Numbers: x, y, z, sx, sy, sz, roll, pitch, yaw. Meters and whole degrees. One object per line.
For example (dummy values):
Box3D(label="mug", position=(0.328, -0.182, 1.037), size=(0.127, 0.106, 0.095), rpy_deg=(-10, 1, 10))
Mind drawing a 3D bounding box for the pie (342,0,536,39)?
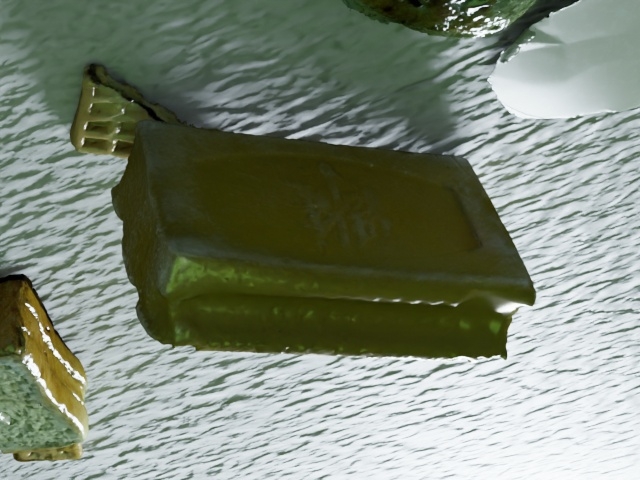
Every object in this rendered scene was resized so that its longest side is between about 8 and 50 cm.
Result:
Box3D(label="pie", position=(0.096, -0.210, 0.943), size=(0.187, 0.041, 0.187), rpy_deg=(-5, 146, -3))

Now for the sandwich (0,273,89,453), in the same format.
Box3D(label="sandwich", position=(-0.389, 0.148, 1.338), size=(0.273, 0.095, 0.249), rpy_deg=(-11, 148, 5))

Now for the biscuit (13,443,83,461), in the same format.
Box3D(label="biscuit", position=(-0.320, 0.236, 1.537), size=(0.083, 0.018, 0.081), rpy_deg=(0, 144, -9))

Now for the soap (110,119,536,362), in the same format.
Box3D(label="soap", position=(0.000, 0.000, 1.075), size=(0.315, 0.199, 0.091), rpy_deg=(6, 126, -22))

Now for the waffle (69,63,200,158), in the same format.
Box3D(label="waffle", position=(-0.127, -0.097, 1.086), size=(0.153, 0.023, 0.097), rpy_deg=(8, 144, -17))

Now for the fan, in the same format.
Box3D(label="fan", position=(0.221, -0.179, 1.005), size=(0.182, 0.010, 0.310), rpy_deg=(-8, 153, 0))
